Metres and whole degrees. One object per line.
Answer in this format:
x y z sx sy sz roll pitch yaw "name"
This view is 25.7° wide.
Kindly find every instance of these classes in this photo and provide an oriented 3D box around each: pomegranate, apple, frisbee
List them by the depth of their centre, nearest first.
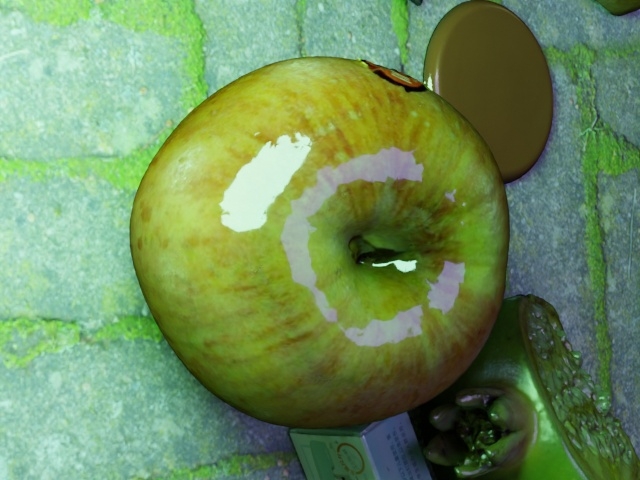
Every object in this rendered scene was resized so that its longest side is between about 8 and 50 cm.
0.000 0.000 1.473 0.400 0.333 0.400 -3 97 -24 "apple"
0.216 0.235 1.676 0.358 0.216 0.310 2 62 -55 "pomegranate"
0.230 -0.199 1.876 0.250 0.021 0.251 6 81 -40 "frisbee"

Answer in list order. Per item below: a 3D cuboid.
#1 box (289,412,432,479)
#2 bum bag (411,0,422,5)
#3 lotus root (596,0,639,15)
0.074 0.319 1.619 0.079 0.135 0.269 -31 106 -38 "box"
0.088 -0.386 1.753 0.087 0.049 0.198 -35 110 -63 "bum bag"
0.453 -0.515 1.976 0.316 0.250 0.316 10 71 -33 "lotus root"
